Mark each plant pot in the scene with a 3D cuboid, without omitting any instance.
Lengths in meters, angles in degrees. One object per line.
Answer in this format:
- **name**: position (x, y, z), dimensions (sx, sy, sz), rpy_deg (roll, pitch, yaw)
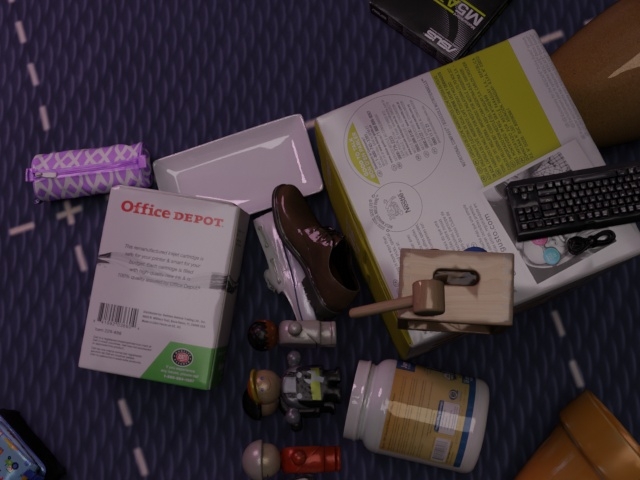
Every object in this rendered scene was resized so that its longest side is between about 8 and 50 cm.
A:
- **plant pot**: position (0.450, -0.242, 1.370), dimensions (0.254, 0.237, 0.237), rpy_deg (-27, 77, 8)
- **plant pot**: position (0.384, 0.355, 1.252), dimensions (0.188, 0.205, 0.205), rpy_deg (-41, 78, 9)

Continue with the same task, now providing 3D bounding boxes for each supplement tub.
- **supplement tub**: position (0.144, 0.261, 1.301), dimensions (0.200, 0.144, 0.144), rpy_deg (12, 78, 6)

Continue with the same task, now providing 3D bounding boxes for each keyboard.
- **keyboard**: position (0.331, -0.038, 1.073), dimensions (0.180, 0.023, 0.108), rpy_deg (-10, 78, 2)

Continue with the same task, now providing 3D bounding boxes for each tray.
- **tray**: position (-0.139, -0.106, 1.447), dimensions (0.271, 0.030, 0.145), rpy_deg (-18, 76, 5)

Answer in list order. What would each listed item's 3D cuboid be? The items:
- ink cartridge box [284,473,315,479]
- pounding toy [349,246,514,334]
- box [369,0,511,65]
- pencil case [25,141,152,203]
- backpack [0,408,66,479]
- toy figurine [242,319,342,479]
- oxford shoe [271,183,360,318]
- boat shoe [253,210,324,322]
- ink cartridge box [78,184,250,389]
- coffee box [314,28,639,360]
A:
- **ink cartridge box**: position (-0.076, 0.524, 1.262), dimensions (0.226, 0.131, 0.306), rpy_deg (-17, 79, 0)
- **pounding toy**: position (0.126, 0.048, 0.976), dimensions (0.181, 0.206, 0.094), rpy_deg (3, 79, 6)
- **box**: position (0.214, -0.422, 1.501), dimensions (0.191, 0.045, 0.184), rpy_deg (39, 80, 11)
- **pencil case**: position (-0.386, -0.117, 1.446), dimensions (0.206, 0.088, 0.086), rpy_deg (-8, 79, 1)
- **backpack**: position (-0.514, 0.367, 1.331), dimensions (0.173, 0.117, 0.158), rpy_deg (-43, 78, -4)
- **toy figurine**: position (-0.047, 0.228, 1.272), dimensions (0.148, 0.213, 0.209), rpy_deg (-1, 121, -2)
- **oxford shoe**: position (0.000, 0.000, 1.338), dimensions (0.096, 0.083, 0.227), rpy_deg (-39, 74, 38)
- **boat shoe**: position (-0.054, 0.055, 1.401), dimensions (0.076, 0.083, 0.226), rpy_deg (-19, 65, 10)
- **ink cartridge box**: position (-0.240, 0.073, 1.360), dimensions (0.211, 0.121, 0.289), rpy_deg (10, 86, 6)
- **coffee box**: position (0.207, -0.043, 1.266), dimensions (0.335, 0.337, 0.338), rpy_deg (-23, 78, -1)
